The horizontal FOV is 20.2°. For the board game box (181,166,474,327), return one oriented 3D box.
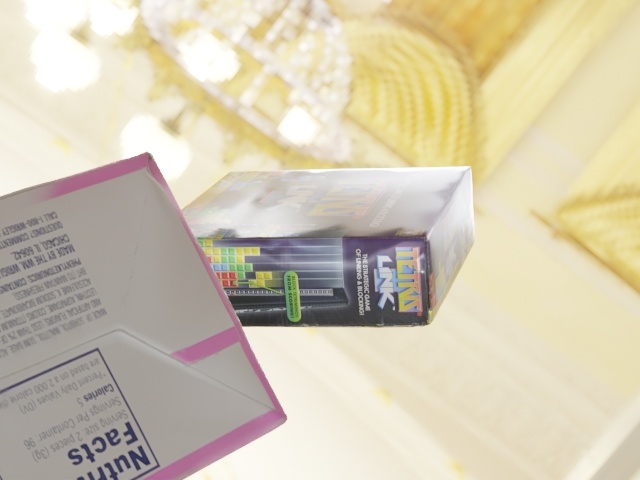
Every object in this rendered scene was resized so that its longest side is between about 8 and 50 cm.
[{"bbox_3d":[0.000,0.000,0.930,0.141,0.048,0.170,-2,-167,12],"label":"board game box"}]

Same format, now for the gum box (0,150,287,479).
[{"bbox_3d":[-0.103,0.049,0.319,0.188,0.107,0.062,-23,-96,-50],"label":"gum box"}]
